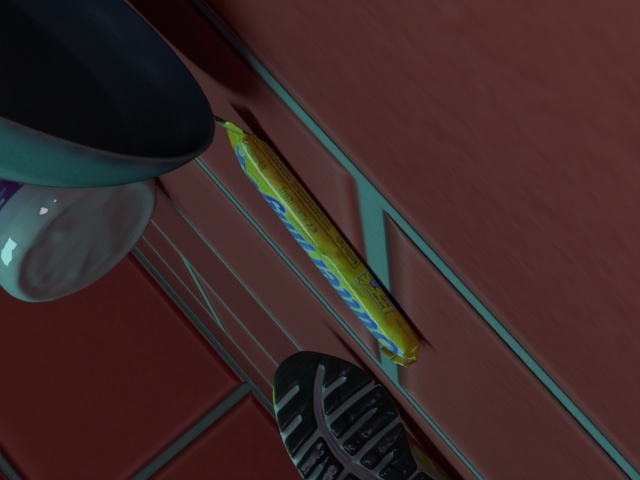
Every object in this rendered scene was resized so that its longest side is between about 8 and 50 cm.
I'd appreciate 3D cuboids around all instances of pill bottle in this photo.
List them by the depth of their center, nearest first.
[{"bbox_3d":[-0.300,-0.100,1.472,0.301,0.169,0.169,47,172,22],"label":"pill bottle"}]

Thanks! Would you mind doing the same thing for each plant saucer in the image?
[{"bbox_3d":[-0.191,-0.116,0.706,0.317,0.044,0.317,33,-164,-11],"label":"plant saucer"}]

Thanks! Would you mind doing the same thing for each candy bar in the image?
[{"bbox_3d":[0.000,0.000,0.796,0.161,0.018,0.040,53,172,-15],"label":"candy bar"}]

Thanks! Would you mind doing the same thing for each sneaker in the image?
[{"bbox_3d":[0.040,0.164,1.129,0.208,0.081,0.094,49,175,1],"label":"sneaker"}]
